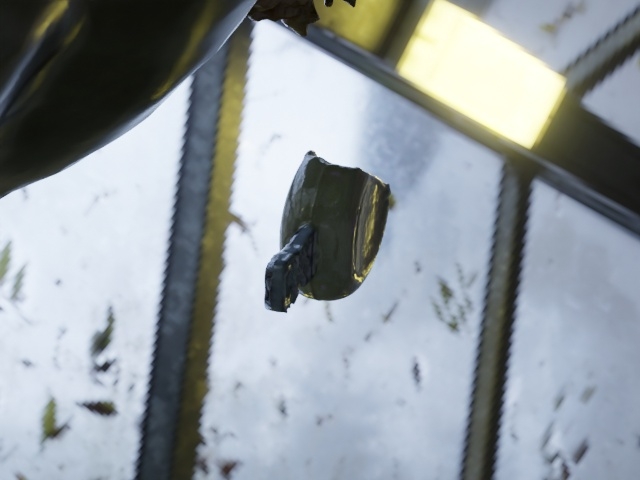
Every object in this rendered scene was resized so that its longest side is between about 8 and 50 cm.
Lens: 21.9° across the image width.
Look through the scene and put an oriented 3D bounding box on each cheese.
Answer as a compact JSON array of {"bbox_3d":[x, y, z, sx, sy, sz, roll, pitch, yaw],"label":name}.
[{"bbox_3d":[0.001,-0.007,1.000,0.171,0.047,0.092,-7,-76,-74],"label":"cheese"}]

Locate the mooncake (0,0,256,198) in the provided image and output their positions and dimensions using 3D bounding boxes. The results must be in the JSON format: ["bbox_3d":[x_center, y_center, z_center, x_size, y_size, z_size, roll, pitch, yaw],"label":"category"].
[{"bbox_3d":[-0.166,-0.175,0.432,0.378,0.378,0.201,-27,-4,-32],"label":"mooncake"}]

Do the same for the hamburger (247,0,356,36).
[{"bbox_3d":[0.001,-0.284,1.001,0.445,0.268,0.287,-43,-57,-46],"label":"hamburger"}]
